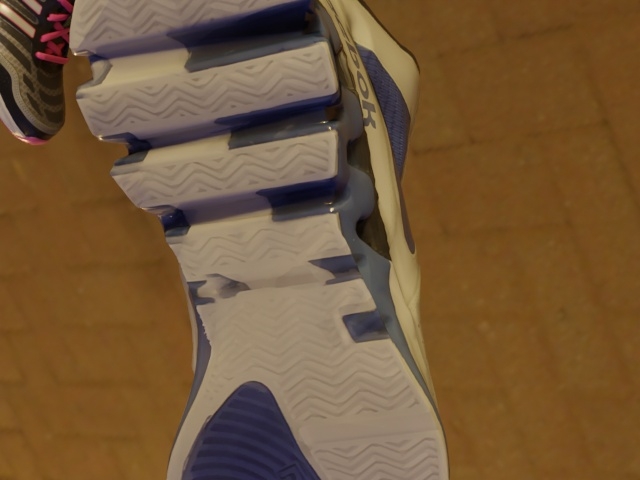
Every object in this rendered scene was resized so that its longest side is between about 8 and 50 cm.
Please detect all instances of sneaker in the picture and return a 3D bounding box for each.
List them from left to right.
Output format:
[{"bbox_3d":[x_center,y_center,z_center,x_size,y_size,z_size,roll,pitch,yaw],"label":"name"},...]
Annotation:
[{"bbox_3d":[-0.162,-0.144,0.980,0.074,0.063,0.170,-3,87,21],"label":"sneaker"},{"bbox_3d":[0.000,-0.001,0.718,0.127,0.182,0.315,-4,110,17],"label":"sneaker"}]
